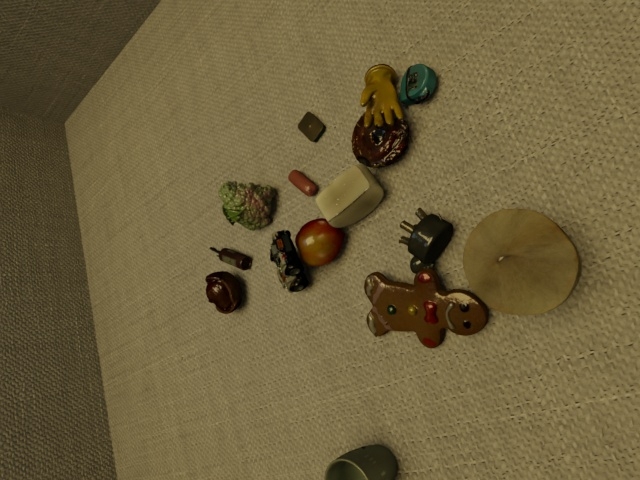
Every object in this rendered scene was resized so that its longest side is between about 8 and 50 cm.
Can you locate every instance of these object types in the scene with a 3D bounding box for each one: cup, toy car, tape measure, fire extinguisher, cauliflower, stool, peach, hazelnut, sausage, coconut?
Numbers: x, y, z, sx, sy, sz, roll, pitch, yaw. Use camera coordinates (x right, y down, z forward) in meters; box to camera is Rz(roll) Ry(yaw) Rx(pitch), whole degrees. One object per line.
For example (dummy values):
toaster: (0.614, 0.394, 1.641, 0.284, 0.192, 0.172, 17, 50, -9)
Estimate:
cup: (0.132, 0.835, 1.449, 0.186, 0.234, 0.258, 48, 112, 29)
toy car: (-0.136, 0.081, 1.686, 0.118, 0.301, 0.193, -18, 61, -4)
tape measure: (0.348, -0.556, 1.490, 0.125, 0.081, 0.145, -2, 82, 53)
fire extinguisher: (-0.439, 0.074, 2.010, 0.231, 0.099, 0.071, 18, 75, 35)
cauliflower: (-0.345, -0.184, 1.911, 0.238, 0.257, 0.315, -61, 27, 20)
stool: (0.340, 0.003, 1.410, 0.139, 0.153, 0.227, 37, 108, 32)
peach: (0.000, 0.000, 1.650, 0.198, 0.197, 0.197, -3, 85, 36)
hazelnut: (-0.452, 0.244, 1.963, 0.170, 0.161, 0.201, -37, 67, 57)
sausage: (-0.076, -0.245, 1.790, 0.154, 0.062, 0.062, 42, 111, 30)
coconut: (0.548, 0.056, 1.151, 0.329, 0.329, 0.328, -3, 85, 36)

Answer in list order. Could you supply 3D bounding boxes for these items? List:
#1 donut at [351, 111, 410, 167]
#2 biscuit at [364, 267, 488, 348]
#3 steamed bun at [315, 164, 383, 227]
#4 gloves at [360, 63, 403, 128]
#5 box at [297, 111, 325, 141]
donut: (0.228, -0.371, 1.557, 0.230, 0.096, 0.215, 11, 94, 37)
biscuit: (0.334, 0.230, 1.406, 0.432, 0.064, 0.282, 3, 106, 37)
steamed bun: (0.116, -0.160, 1.579, 0.242, 0.164, 0.146, -40, 63, 21)
gloves: (0.218, -0.493, 1.484, 0.133, 0.116, 0.294, -11, 51, 19)
box: (-0.037, -0.486, 1.799, 0.126, 0.031, 0.091, 49, 114, 29)
